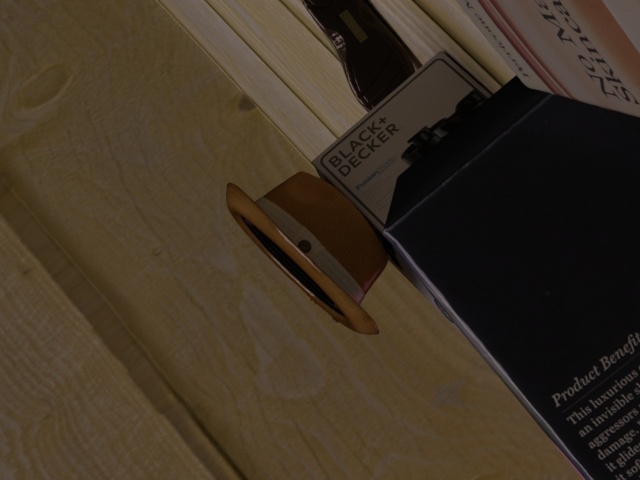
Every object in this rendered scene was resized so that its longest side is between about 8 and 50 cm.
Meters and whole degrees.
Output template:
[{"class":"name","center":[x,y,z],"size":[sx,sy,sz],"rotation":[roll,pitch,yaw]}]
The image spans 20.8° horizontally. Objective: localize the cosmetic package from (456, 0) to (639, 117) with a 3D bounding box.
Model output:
[{"class":"cosmetic package","center":[0.147,-0.143,0.749],"size":[0.153,0.129,0.296],"rotation":[49,176,-16]}]

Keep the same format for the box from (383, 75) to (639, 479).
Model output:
[{"class":"box","center":[0.196,0.032,1.090],"size":[0.294,0.182,0.296],"rotation":[51,-172,-3]}]

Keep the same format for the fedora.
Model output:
[{"class":"fedora","center":[0.000,0.000,1.590],"size":[0.194,0.079,0.194],"rotation":[43,172,8]}]

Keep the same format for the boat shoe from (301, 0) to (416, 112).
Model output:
[{"class":"boat shoe","center":[0.045,-0.200,1.782],"size":[0.190,0.068,0.072],"rotation":[60,-174,-9]}]

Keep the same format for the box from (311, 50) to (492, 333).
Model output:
[{"class":"box","center":[0.145,-0.020,1.573],"size":[0.290,0.169,0.087],"rotation":[47,175,34]}]
